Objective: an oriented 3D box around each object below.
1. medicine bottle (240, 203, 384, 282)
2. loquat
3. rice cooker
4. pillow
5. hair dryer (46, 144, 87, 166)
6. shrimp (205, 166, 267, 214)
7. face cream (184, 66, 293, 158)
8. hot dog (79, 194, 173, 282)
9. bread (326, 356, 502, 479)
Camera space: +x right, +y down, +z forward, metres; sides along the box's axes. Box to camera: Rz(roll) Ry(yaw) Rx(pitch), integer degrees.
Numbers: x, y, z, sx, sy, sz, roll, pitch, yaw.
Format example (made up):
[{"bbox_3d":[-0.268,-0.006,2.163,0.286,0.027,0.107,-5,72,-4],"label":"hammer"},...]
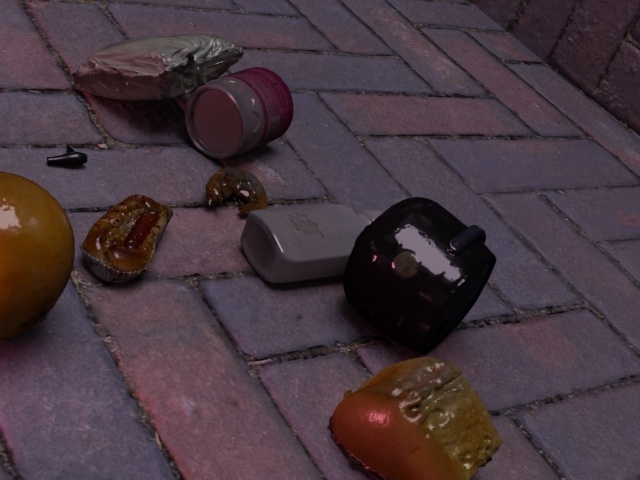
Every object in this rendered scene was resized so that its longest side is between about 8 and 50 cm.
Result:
[{"bbox_3d":[0.000,0.000,1.990,0.296,0.111,0.161,-9,45,-36],"label":"medicine bottle"},{"bbox_3d":[-0.502,0.023,1.521,0.263,0.263,0.263,15,33,-10],"label":"loquat"},{"bbox_3d":[0.180,0.058,1.881,0.224,0.267,0.267,37,35,21],"label":"rice cooker"},{"bbox_3d":[-0.356,-0.394,2.265,0.309,0.138,0.283,3,20,35],"label":"pillow"},{"bbox_3d":[-0.514,-0.172,2.025,0.079,0.031,0.083,-5,26,-22],"label":"hair dryer"},{"bbox_3d":[-0.172,-0.102,2.088,0.132,0.052,0.187,27,30,9],"label":"shrimp"},{"bbox_3d":[-0.180,-0.284,2.237,0.175,0.175,0.195,33,32,18],"label":"face cream"},{"bbox_3d":[-0.348,-0.010,1.834,0.131,0.069,0.253,21,31,1],"label":"hot dog"},{"bbox_3d":[0.142,0.289,1.606,0.262,0.163,0.204,25,41,31],"label":"bread"}]
